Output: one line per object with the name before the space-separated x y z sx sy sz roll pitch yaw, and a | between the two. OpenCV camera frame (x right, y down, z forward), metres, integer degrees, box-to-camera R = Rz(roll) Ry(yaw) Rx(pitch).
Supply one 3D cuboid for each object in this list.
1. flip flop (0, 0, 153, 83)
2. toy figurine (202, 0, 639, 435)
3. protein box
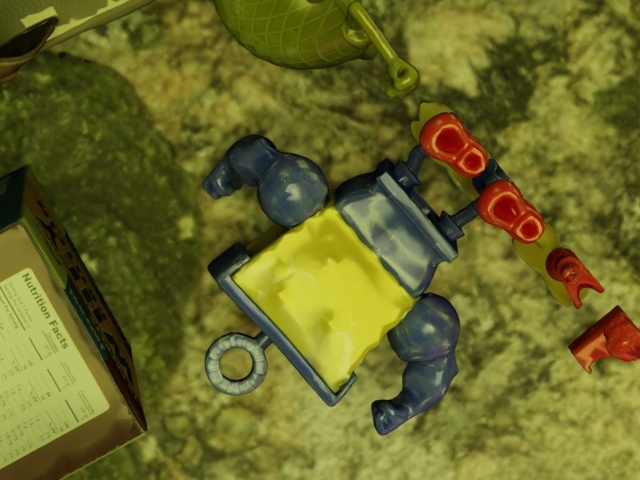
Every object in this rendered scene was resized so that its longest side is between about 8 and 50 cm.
flip flop | -0.194 -0.133 1.117 0.277 0.080 0.112 -27 103 -3
toy figurine | 0.000 0.000 1.122 0.217 0.191 0.362 -41 102 6
protein box | -0.221 0.074 1.089 0.201 0.200 0.136 -28 103 -2
